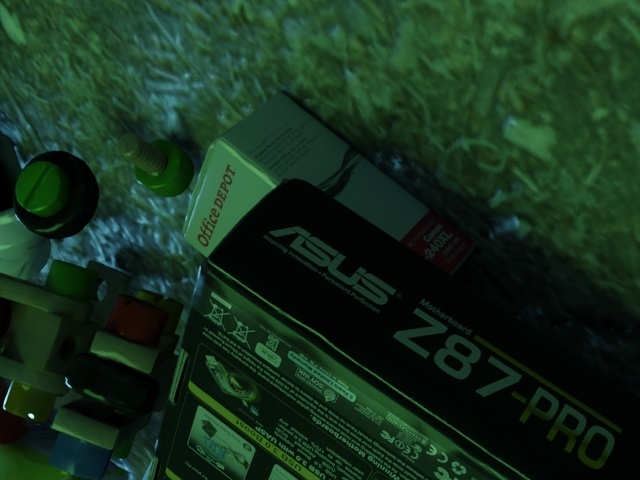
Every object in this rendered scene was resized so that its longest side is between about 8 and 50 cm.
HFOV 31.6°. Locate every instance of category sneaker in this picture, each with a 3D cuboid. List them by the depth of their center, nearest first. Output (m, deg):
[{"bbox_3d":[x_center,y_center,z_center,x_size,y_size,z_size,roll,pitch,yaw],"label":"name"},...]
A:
[{"bbox_3d":[-0.304,-0.073,0.911,0.232,0.090,0.115,35,138,0],"label":"sneaker"}]

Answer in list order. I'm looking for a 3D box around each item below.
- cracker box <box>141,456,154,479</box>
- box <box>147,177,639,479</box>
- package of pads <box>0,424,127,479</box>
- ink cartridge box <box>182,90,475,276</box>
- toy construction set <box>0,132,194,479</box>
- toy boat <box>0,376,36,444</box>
[{"bbox_3d":[-0.058,0.203,0.936,0.155,0.067,0.232,42,144,7],"label":"cracker box"},{"bbox_3d":[0.087,0.188,0.642,0.395,0.097,0.318,32,138,12],"label":"box"},{"bbox_3d":[-0.353,0.305,1.215,0.296,0.229,0.101,12,176,38],"label":"package of pads"},{"bbox_3d":[0.000,0.000,0.674,0.150,0.063,0.109,40,144,9],"label":"ink cartridge box"},{"bbox_3d":[-0.178,0.116,0.816,0.257,0.309,0.237,-8,164,19],"label":"toy construction set"},{"bbox_3d":[-0.395,0.144,1.149,0.231,0.151,0.151,15,135,36],"label":"toy boat"}]
